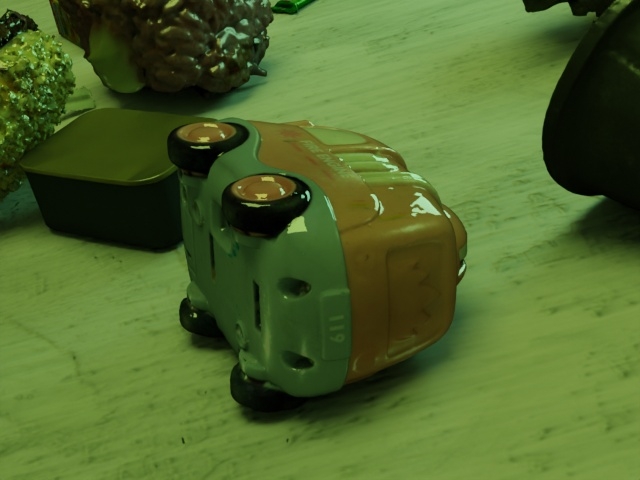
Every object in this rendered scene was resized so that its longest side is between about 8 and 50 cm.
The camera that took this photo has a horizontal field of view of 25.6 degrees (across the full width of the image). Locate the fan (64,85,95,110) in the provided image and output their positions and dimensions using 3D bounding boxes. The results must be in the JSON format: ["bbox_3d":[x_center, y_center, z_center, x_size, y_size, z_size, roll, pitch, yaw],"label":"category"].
[{"bbox_3d":[-0.466,-0.139,1.715,0.415,0.012,0.233,-11,66,-31],"label":"fan"}]

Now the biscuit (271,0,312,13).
[{"bbox_3d":[-0.026,-0.347,2.008,0.046,0.016,0.089,13,38,39],"label":"biscuit"}]

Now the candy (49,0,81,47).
[{"bbox_3d":[-0.348,-0.318,2.034,0.038,0.062,0.122,-25,32,-22],"label":"candy"}]

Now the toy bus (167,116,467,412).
[{"bbox_3d":[0.000,0.000,1.213,0.232,0.194,0.287,-13,27,-18],"label":"toy bus"}]

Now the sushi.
[{"bbox_3d":[-0.200,-0.273,1.791,0.270,0.170,0.236,11,36,39],"label":"sushi"}]

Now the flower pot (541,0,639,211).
[{"bbox_3d":[0.346,-0.109,1.241,0.269,0.269,0.166,-26,51,-23],"label":"flower pot"}]

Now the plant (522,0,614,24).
[{"bbox_3d":[0.366,-0.345,1.655,0.312,0.213,0.215,-7,33,15],"label":"plant"}]

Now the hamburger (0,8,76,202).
[{"bbox_3d":[-0.366,-0.138,1.575,0.139,0.243,0.261,30,12,0],"label":"hamburger"}]

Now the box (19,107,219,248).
[{"bbox_3d":[-0.203,-0.067,1.502,0.201,0.090,0.144,9,35,33],"label":"box"}]
